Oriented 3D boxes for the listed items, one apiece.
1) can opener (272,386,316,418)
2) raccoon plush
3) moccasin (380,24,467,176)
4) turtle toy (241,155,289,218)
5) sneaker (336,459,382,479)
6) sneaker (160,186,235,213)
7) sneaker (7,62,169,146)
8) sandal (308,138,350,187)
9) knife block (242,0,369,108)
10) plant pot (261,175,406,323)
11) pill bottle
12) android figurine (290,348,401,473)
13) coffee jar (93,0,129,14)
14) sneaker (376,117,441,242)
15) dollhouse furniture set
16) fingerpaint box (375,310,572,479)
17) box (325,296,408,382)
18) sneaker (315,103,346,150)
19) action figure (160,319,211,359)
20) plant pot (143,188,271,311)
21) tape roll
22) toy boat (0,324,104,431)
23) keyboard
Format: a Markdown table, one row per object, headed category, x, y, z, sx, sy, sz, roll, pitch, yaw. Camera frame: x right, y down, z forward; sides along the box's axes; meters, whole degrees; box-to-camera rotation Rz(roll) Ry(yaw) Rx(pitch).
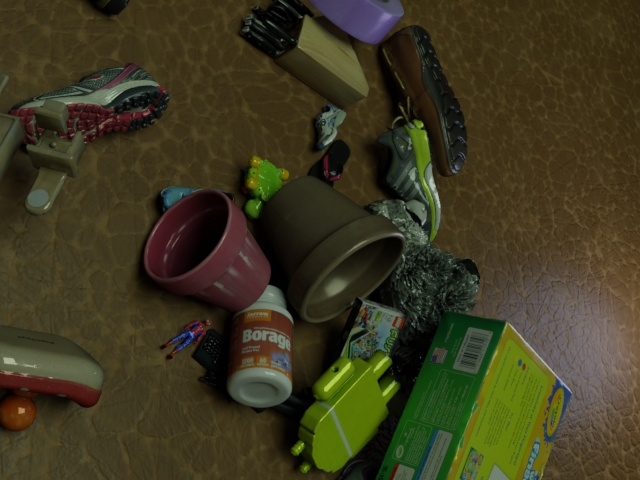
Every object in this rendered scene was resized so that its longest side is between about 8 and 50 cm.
| category | x | y | z | sx | sy | sz | roll | pitch | yaw |
| --- | --- | --- | --- | --- | --- | --- | --- | --- | --- |
| can opener | -0.049 | 0.324 | 1.800 | 0.186 | 0.059 | 0.073 | 21 | 20 | -43 |
| raccoon plush | 0.155 | 0.117 | 1.957 | 0.299 | 0.216 | 0.447 | 32 | 57 | -20 |
| moccasin | 0.245 | -0.330 | 2.225 | 0.139 | 0.147 | 0.380 | -20 | 85 | -57 |
| turtle toy | -0.123 | -0.107 | 1.868 | 0.095 | 0.066 | 0.130 | 23 | 63 | -32 |
| sneaker | 0.055 | 0.514 | 1.798 | 0.083 | 0.098 | 0.224 | 54 | 49 | -14 |
| sneaker | -0.235 | -0.082 | 1.759 | 0.162 | 0.073 | 0.064 | -4 | 79 | -41 |
| sneaker | -0.422 | -0.241 | 1.638 | 0.299 | 0.121 | 0.112 | -21 | 61 | -42 |
| sandal | 0.025 | -0.165 | 2.032 | 0.067 | 0.040 | 0.179 | 45 | 52 | -21 |
| knife block | -0.040 | -0.413 | 2.027 | 0.242 | 0.088 | 0.276 | -24 | 93 | -42 |
| plant pot | 0.000 | 0.000 | 1.827 | 0.263 | 0.263 | 0.229 | -19 | 58 | -43 |
| pill bottle | -0.111 | 0.194 | 1.722 | 0.121 | 0.121 | 0.216 | 30 | 41 | -30 |
| android figurine | 0.048 | 0.344 | 1.800 | 0.273 | 0.056 | 0.248 | -44 | 137 | -22 |
| coffee jar | -0.437 | -0.512 | 1.721 | 0.184 | 0.079 | 0.096 | 33 | 55 | -28 |
| sneaker | 0.206 | -0.130 | 2.145 | 0.121 | 0.111 | 0.300 | -12 | 99 | -2 |
| dollhouse furniture set | -0.540 | -0.208 | 1.339 | 0.303 | 0.356 | 0.174 | 14 | 59 | 5 |
| fingerpaint box | 0.318 | 0.428 | 1.891 | 0.371 | 0.163 | 0.445 | 42 | 66 | -43 |
| box | 0.089 | 0.228 | 1.876 | 0.114 | 0.036 | 0.207 | 18 | 100 | -24 |
| sneaker | 0.008 | -0.255 | 2.050 | 0.058 | 0.052 | 0.135 | 36 | 47 | -15 |
| action figure | -0.244 | 0.178 | 1.698 | 0.115 | 0.030 | 0.038 | -37 | 96 | -44 |
| plant pot | -0.194 | 0.034 | 1.690 | 0.180 | 0.201 | 0.201 | 44 | 51 | -42 |
| tape roll | 0.059 | -0.575 | 2.083 | 0.274 | 0.090 | 0.275 | 33 | 28 | -20 |
| toy boat | -0.462 | 0.229 | 1.440 | 0.231 | 0.151 | 0.151 | 17 | 96 | -35 |
| keyboard | -0.158 | 0.258 | 1.740 | 0.192 | 0.038 | 0.100 | 43 | 53 | -21 |
